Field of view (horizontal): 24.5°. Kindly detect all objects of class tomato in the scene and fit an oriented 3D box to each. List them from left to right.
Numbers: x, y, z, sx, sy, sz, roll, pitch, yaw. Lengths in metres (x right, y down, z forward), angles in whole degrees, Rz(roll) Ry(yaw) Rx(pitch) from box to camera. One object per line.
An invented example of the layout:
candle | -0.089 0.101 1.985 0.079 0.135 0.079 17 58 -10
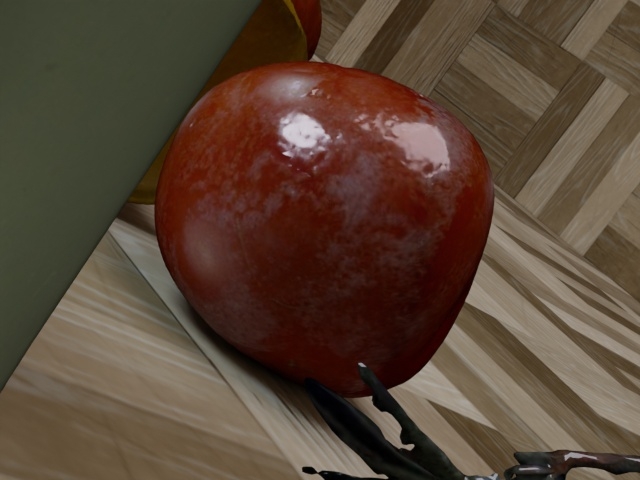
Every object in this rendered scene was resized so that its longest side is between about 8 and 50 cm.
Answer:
tomato | 0.000 0.000 0.772 0.187 0.151 0.187 9 -25 4

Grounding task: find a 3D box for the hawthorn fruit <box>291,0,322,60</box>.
hawthorn fruit | -0.089 -0.203 1.329 0.299 0.211 0.211 45 1 -41

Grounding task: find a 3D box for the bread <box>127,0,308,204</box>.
bread | -0.127 -0.133 0.819 0.270 0.195 0.142 34 15 -43

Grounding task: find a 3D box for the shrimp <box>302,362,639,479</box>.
shrimp | 0.155 0.145 0.518 0.372 0.172 0.137 39 12 -29

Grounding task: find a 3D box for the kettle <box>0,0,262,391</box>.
kettle | -0.110 -0.124 0.434 0.205 0.318 0.265 40 9 16
